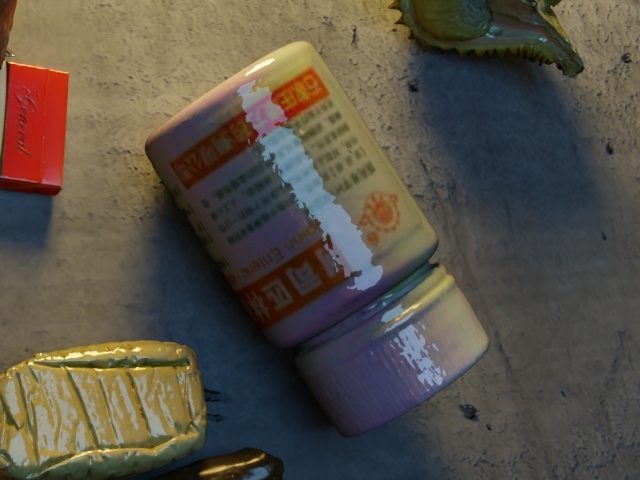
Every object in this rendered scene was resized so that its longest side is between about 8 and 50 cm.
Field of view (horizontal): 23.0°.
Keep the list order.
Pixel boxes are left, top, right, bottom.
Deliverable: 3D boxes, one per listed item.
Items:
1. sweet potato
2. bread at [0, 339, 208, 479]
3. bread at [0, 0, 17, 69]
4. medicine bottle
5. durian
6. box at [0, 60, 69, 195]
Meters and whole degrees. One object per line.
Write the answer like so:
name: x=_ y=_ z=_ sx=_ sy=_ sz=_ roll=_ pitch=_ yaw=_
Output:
sweet potato: x=-0.155 y=0.272 z=1.626 sx=0.244 sy=0.077 sz=0.077 roll=-15 pitch=84 yaw=-17
bread: x=-0.231 y=0.177 z=1.589 sx=0.236 sy=0.106 sz=0.140 roll=-5 pitch=79 yaw=-26
bread: x=-0.414 y=-0.248 z=1.578 sx=0.244 sy=0.123 sz=0.190 roll=5 pitch=35 yaw=-29
medicine bottle: x=0.000 y=0.000 z=1.686 sx=0.219 sy=0.219 sz=0.388 roll=-35 pitch=94 yaw=-28
durian: x=0.195 y=-0.304 z=1.886 sx=0.306 sy=0.166 sz=0.172 roll=36 pitch=66 yaw=-24
box: x=-0.385 y=-0.129 z=1.634 sx=0.245 sy=0.035 sz=0.139 roll=7 pitch=72 yaw=-24
